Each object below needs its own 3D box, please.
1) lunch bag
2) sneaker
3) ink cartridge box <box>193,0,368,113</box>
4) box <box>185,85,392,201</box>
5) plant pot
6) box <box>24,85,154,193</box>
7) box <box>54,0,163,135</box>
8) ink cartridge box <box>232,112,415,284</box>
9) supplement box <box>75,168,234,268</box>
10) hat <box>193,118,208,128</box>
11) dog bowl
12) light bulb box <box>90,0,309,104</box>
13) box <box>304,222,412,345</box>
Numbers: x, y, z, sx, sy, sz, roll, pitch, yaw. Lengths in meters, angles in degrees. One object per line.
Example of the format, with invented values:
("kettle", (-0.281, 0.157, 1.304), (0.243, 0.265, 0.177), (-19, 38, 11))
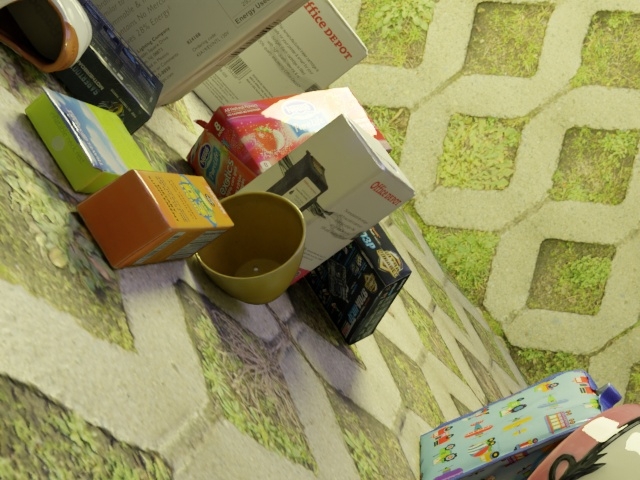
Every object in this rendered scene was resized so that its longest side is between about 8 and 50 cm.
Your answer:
("lunch bag", (0.294, 0.287, 1.694), (0.138, 0.293, 0.221), (52, 11, -7))
("sneaker", (-0.353, -0.303, 1.266), (0.290, 0.106, 0.123), (49, 14, -19))
("ink cartridge box", (-0.086, -0.325, 2.048), (0.197, 0.273, 0.114), (47, 13, -36))
("box", (-0.043, -0.123, 1.696), (0.257, 0.123, 0.128), (-15, 64, -42))
("plant pot", (-0.079, 0.022, 1.426), (0.095, 0.134, 0.134), (81, -15, -51))
("box", (-0.242, -0.099, 1.270), (0.109, 0.042, 0.178), (55, 11, 11))
("box", (-0.293, -0.241, 1.458), (0.233, 0.059, 0.183), (50, 11, -18))
("ink cartridge box", (-0.011, -0.045, 1.576), (0.100, 0.237, 0.172), (57, 11, 17))
("supplement box", (-0.169, -0.025, 1.263), (0.078, 0.080, 0.233), (57, 9, 4))
("hat", (-0.129, -0.111, 1.864), (0.173, 0.183, 0.209), (-147, -129, -62))
("dog bowl", (0.366, 0.384, 1.504), (0.150, 0.408, 0.408), (36, -2, 37))
("light bulb box", (-0.197, -0.439, 1.698), (0.361, 0.358, 0.225), (54, 8, -5))
("box", (0.039, 0.034, 1.747), (0.175, 0.051, 0.220), (57, -26, 18))
